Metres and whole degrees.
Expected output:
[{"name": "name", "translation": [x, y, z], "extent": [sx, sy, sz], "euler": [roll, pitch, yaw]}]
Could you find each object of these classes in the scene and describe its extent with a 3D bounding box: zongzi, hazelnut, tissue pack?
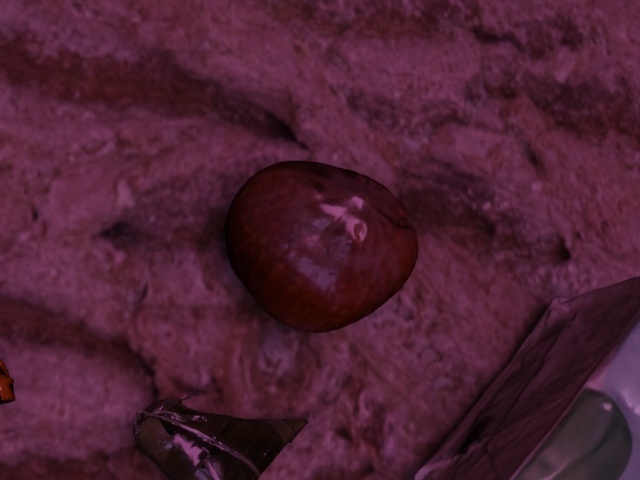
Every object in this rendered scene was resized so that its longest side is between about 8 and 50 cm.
[{"name": "zongzi", "translation": [-0.081, 0.147, 0.895], "extent": [0.109, 0.055, 0.119], "euler": [48, 55, -6]}, {"name": "hazelnut", "translation": [0.000, 0.000, 0.909], "extent": [0.154, 0.143, 0.143], "euler": [33, 70, -12]}, {"name": "tissue pack", "translation": [0.289, 0.239, 0.947], "extent": [0.356, 0.194, 0.266], "euler": [48, 66, -8]}]

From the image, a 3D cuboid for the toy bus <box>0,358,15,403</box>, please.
[{"name": "toy bus", "translation": [-0.316, 0.094, 0.788], "extent": [0.195, 0.083, 0.088], "euler": [-3, 80, -22]}]
